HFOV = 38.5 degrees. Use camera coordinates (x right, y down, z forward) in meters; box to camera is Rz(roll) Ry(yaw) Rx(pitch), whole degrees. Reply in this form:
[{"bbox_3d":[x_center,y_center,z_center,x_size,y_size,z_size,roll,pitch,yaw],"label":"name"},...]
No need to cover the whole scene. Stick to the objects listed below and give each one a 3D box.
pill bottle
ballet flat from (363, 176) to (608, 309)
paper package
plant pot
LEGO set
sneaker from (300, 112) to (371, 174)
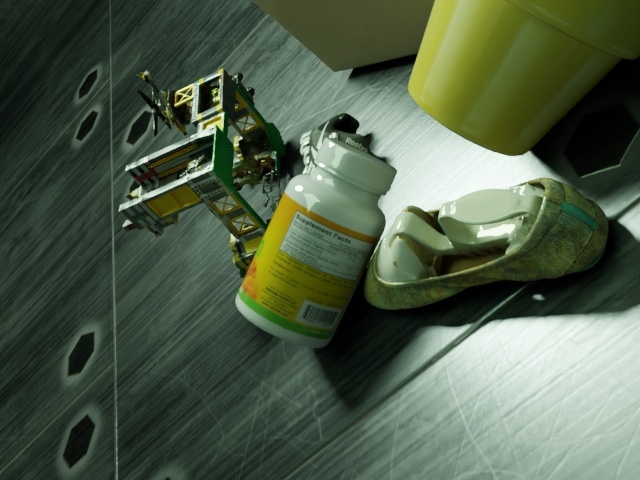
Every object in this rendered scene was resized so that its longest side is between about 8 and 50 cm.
[{"bbox_3d":[0.000,0.000,1.167,0.246,0.136,0.136,-65,32,10],"label":"pill bottle"},{"bbox_3d":[0.150,0.000,1.032,0.348,0.123,0.123,-14,53,47],"label":"ballet flat"},{"bbox_3d":[0.054,-0.409,1.309,0.325,0.309,0.168,0,59,52],"label":"paper package"},{"bbox_3d":[0.225,-0.235,1.029,0.239,0.254,0.254,-60,30,25],"label":"plant pot"},{"bbox_3d":[-0.186,-0.096,1.419,0.192,0.255,0.331,-21,53,20],"label":"LEGO set"},{"bbox_3d":[0.025,-0.101,1.307,0.106,0.078,0.234,-39,35,30],"label":"sneaker"}]
